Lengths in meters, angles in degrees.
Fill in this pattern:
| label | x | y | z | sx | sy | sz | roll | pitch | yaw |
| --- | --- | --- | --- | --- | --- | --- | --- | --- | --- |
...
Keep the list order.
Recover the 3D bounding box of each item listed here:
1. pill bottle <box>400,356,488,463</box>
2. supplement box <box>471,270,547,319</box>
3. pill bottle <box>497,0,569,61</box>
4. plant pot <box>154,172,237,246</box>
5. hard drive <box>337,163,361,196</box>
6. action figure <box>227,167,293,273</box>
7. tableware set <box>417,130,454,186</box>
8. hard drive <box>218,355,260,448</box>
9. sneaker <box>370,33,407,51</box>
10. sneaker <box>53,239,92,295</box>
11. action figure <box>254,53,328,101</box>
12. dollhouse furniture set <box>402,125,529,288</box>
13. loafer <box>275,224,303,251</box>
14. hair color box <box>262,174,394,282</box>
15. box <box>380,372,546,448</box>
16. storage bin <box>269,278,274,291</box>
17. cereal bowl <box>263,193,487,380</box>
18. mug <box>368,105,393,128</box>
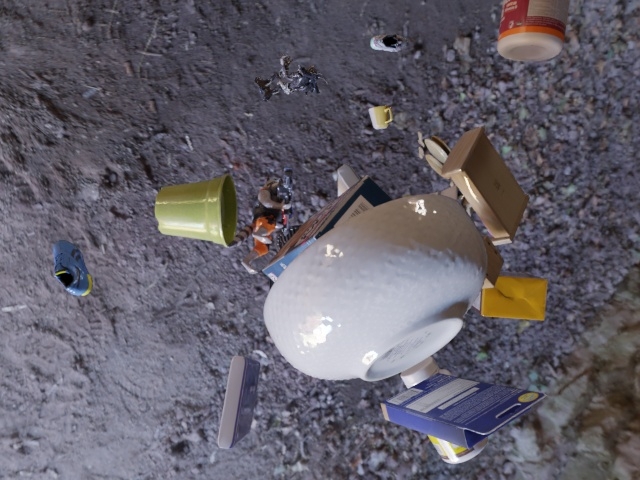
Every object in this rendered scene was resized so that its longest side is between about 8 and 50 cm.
| label | x | y | z | sx | sy | sz | roll | pitch | yaw |
| --- | --- | --- | --- | --- | --- | --- | --- | --- | --- |
| pill bottle | 0.269 | 0.372 | 1.124 | 0.117 | 0.117 | 0.214 | -30 | 87 | -24 |
| supplement box | 0.605 | 0.172 | 1.645 | 0.192 | 0.194 | 0.129 | 3 | 93 | 3 |
| pill bottle | 0.420 | -0.475 | 0.980 | 0.121 | 0.121 | 0.221 | 6 | 92 | -37 |
| plant pot | -0.463 | -0.112 | 1.877 | 0.254 | 0.276 | 0.275 | 0 | 110 | 2 |
| hard drive | 0.136 | -0.106 | 1.673 | 0.047 | 0.353 | 0.233 | -34 | 82 | -2 |
| action figure | -0.187 | -0.102 | 1.711 | 0.179 | 0.330 | 0.341 | 11 | 139 | 1 |
| tableware set | 0.301 | -0.209 | 1.250 | 0.039 | 0.128 | 0.194 | -44 | 164 | 2 |
| hard drive | -0.209 | 0.422 | 1.344 | 0.040 | 0.318 | 0.210 | 7 | 75 | 1 |
| sneaker | 0.171 | -0.452 | 1.153 | 0.098 | 0.069 | 0.038 | -14 | 111 | -25 |
| sneaker | -0.732 | 0.069 | 1.452 | 0.069 | 0.209 | 0.082 | -42 | 153 | 6 |
| action figure | -0.103 | -0.604 | 1.861 | 0.164 | 0.276 | 0.140 | 34 | 55 | -58 |
| dollhouse furniture set | 0.234 | -0.053 | 1.084 | 0.198 | 0.303 | 0.286 | 48 | 56 | -20 |
| loafer | 0.000 | 0.000 | 2.049 | 0.366 | 0.130 | 0.133 | -6 | 84 | 5 |
| hair color box | 0.009 | 0.008 | 1.047 | 0.105 | 0.347 | 0.174 | 44 | 65 | -6 |
| box | 0.213 | 0.256 | 0.770 | 0.137 | 0.225 | 0.036 | -16 | 91 | -29 |
| storage bin | -0.082 | 0.160 | 1.496 | 0.122 | 0.084 | 0.180 | 2 | 104 | 10 |
| cereal bowl | 0.098 | 0.099 | 0.721 | 0.339 | 0.141 | 0.339 | -22 | 151 | -13 |
| mug | 0.181 | -0.371 | 1.524 | 0.062 | 0.078 | 0.064 | -9 | 97 | -3 |
